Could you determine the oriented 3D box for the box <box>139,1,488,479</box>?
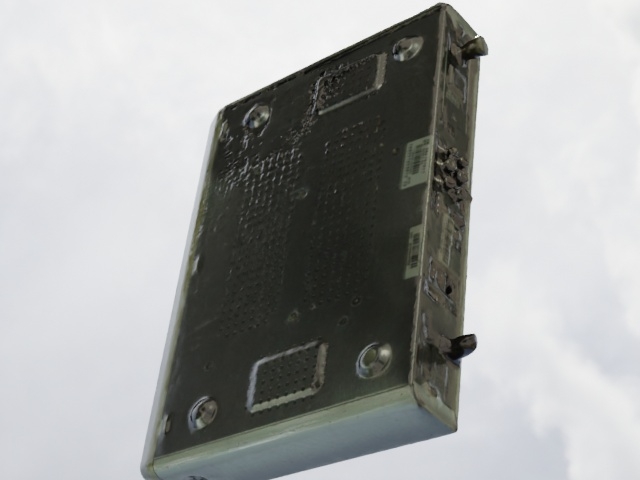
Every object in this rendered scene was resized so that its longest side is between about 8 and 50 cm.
[{"bbox_3d":[0.000,0.000,0.756,0.045,0.211,0.270,40,-135,-36],"label":"box"}]
